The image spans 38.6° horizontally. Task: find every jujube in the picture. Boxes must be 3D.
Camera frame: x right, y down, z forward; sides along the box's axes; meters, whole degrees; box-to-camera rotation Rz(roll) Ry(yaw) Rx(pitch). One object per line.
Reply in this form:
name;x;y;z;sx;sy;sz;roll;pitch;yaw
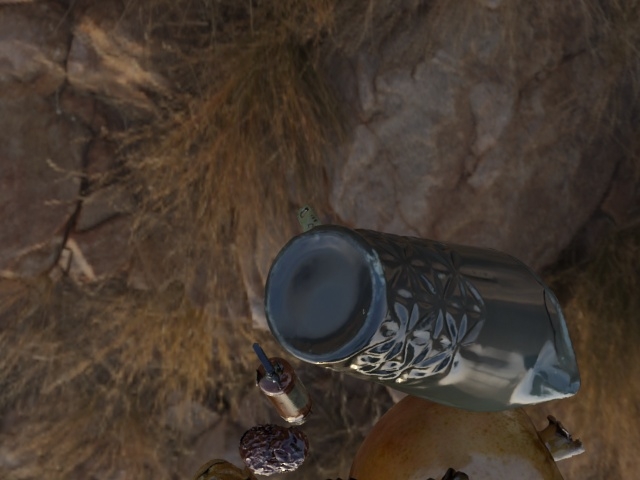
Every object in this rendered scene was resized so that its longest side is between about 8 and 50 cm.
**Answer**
jujube;-0.087;0.408;1.774;0.166;0.104;0.104;-7;141;46

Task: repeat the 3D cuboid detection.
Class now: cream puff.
cream puff;-0.143;0.389;1.340;0.104;0.133;0.119;12;117;40

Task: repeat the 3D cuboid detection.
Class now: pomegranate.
pomegranate;0.187;0.322;1.181;0.319;0.319;0.319;-3;131;-4

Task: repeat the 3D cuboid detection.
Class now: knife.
knife;0.001;0.002;1.570;0.043;0.293;0.020;-22;118;-4

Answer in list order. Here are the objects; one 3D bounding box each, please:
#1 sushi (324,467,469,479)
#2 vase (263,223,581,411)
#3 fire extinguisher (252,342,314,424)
sushi;-0.019;0.252;0.649;0.287;0.149;0.140;-23;150;-30
vase;0.069;0.057;0.773;0.301;0.251;0.156;17;102;-57
fire extinguisher;-0.049;0.177;1.122;0.050;0.062;0.177;-29;151;-5
